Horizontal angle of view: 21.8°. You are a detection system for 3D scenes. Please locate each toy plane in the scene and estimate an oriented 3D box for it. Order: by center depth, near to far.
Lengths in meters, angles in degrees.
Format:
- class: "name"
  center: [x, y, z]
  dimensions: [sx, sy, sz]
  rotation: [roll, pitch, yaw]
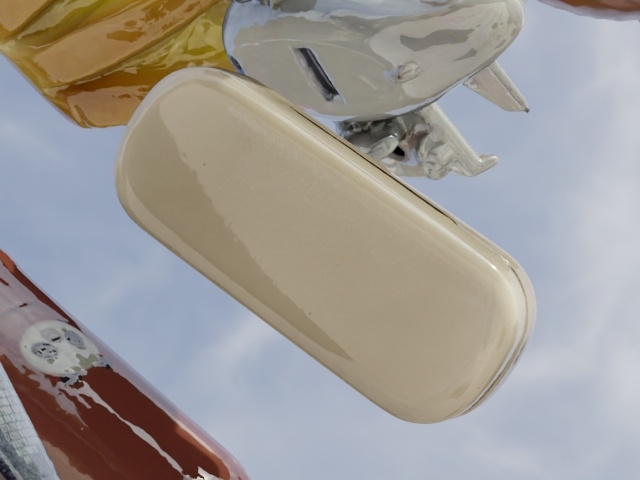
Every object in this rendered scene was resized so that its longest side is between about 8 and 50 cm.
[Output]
- class: "toy plane"
  center: [0.033, -0.131, 1.004]
  dimensions: [0.117, 0.245, 0.244]
  rotation: [-48, -39, -24]

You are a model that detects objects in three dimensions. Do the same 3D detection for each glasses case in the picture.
- class: "glasses case"
  center: [0.000, 0.000, 0.715]
  dimensions: [0.083, 0.196, 0.050]
  rotation: [-56, -16, 12]

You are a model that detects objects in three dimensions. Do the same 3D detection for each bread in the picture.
- class: "bread"
  center: [-0.142, -0.237, 1.435]
  dimensions: [0.270, 0.315, 0.211]
  rotation: [44, -49, -9]

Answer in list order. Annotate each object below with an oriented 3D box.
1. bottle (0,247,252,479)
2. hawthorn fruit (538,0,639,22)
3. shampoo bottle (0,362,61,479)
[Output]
- class: "bottle"
  center: [-0.138, 0.143, 0.985]
  dimensions: [0.144, 0.336, 0.144]
  rotation: [-43, -23, -23]
- class: "hawthorn fruit"
  center: [0.293, -0.383, 1.297]
  dimensions: [0.472, 0.471, 0.471]
  rotation: [-5, -44, -5]
- class: "shampoo bottle"
  center: [-0.167, 0.014, 0.632]
  dimensions: [0.049, 0.233, 0.087]
  rotation: [-28, -7, -8]
